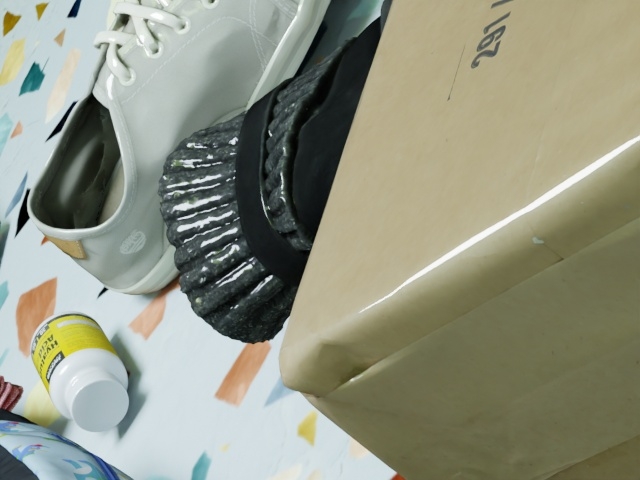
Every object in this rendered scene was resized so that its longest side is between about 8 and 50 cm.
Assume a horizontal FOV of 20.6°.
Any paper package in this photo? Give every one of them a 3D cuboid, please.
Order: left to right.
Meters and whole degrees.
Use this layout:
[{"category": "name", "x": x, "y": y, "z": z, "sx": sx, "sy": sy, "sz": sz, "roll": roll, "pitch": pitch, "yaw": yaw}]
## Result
[{"category": "paper package", "x": 0.163, "y": -0.078, "z": 0.710, "sx": 0.309, "sy": 0.168, "sz": 0.325, "roll": -34, "pitch": 29, "yaw": 45}]

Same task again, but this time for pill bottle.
[{"category": "pill bottle", "x": -0.193, "y": 0.108, "z": 1.430, "sx": 0.065, "sy": 0.065, "sz": 0.116, "roll": -57, "pitch": 30, "yaw": 8}]

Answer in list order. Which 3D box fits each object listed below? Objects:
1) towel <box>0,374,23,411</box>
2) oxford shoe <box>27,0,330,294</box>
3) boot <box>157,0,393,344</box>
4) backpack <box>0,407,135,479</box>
[{"category": "towel", "x": -0.377, "y": 0.232, "z": 1.548, "sx": 0.329, "sy": 0.037, "sz": 0.237, "roll": -14, "pitch": 47, "yaw": 60}, {"category": "oxford shoe", "x": -0.105, "y": -0.164, "z": 1.398, "sx": 0.169, "sy": 0.130, "sz": 0.449, "roll": 42, "pitch": 110, "yaw": 50}, {"category": "boot", "x": 0.003, "y": 0.002, "z": 1.142, "sx": 0.260, "sy": 0.131, "sz": 0.348, "roll": -33, "pitch": 29, "yaw": 30}, {"category": "backpack", "x": -0.175, "y": 0.260, "z": 1.126, "sx": 0.355, "sy": 0.273, "sz": 0.290, "roll": 142, "pitch": 152, "yaw": -73}]
